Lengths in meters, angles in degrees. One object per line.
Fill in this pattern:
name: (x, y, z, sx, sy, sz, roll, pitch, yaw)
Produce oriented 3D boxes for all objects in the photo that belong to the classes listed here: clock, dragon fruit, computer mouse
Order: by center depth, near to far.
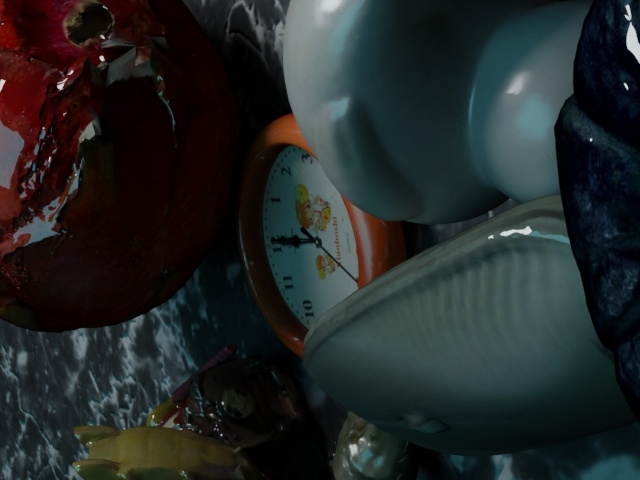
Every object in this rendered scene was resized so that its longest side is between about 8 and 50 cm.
computer mouse: (0.125, 0.071, 1.026, 0.331, 0.197, 0.095, -31, 35, 49)
clock: (0.000, 0.000, 1.295, 0.205, 0.051, 0.205, 22, 118, 51)
dragon fruit: (-0.206, -0.080, 1.361, 0.295, 0.295, 0.301, 53, 152, 30)

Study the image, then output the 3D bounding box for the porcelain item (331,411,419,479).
porcelain item: (0.069, 0.093, 1.209, 0.069, 0.081, 0.215, 21, 123, 1)

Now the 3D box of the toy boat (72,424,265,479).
toy boat: (-0.052, 0.321, 1.264, 0.445, 0.162, 0.136, 60, -176, -17)

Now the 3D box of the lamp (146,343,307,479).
lamp: (-0.109, 0.187, 1.451, 0.253, 0.118, 0.118, -43, 66, 49)

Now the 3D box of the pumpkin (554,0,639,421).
pumpkin: (0.273, -0.023, 0.737, 0.363, 0.266, 0.363, 28, 124, 51)

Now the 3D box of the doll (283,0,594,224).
doll: (0.106, -0.100, 0.995, 0.221, 0.221, 0.251, 13, 154, 52)

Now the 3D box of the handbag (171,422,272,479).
handbag: (-0.084, 0.262, 1.380, 0.216, 0.074, 0.203, 36, 140, -14)
